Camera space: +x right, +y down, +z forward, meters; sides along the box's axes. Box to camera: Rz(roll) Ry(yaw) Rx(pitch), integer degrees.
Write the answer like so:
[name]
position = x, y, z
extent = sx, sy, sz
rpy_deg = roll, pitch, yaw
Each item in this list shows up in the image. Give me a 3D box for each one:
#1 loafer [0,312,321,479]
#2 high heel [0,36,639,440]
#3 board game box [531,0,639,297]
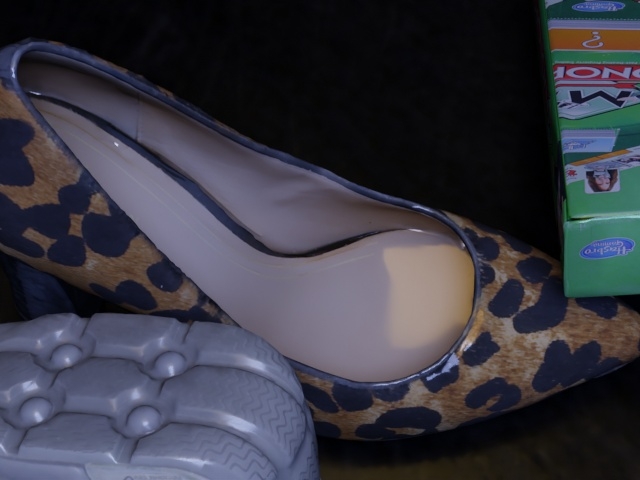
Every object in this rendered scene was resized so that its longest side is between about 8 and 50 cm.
[loafer]
position = -0.153, 0.080, 0.550
extent = 0.319, 0.111, 0.112
rpy_deg = 7, 38, 21
[high heel]
position = 0.000, 0.000, 0.543
extent = 0.261, 0.186, 0.093
rpy_deg = 6, 65, 2
[board game box]
position = 0.246, -0.079, 0.606
extent = 0.317, 0.046, 0.213
rpy_deg = -3, 48, 6
